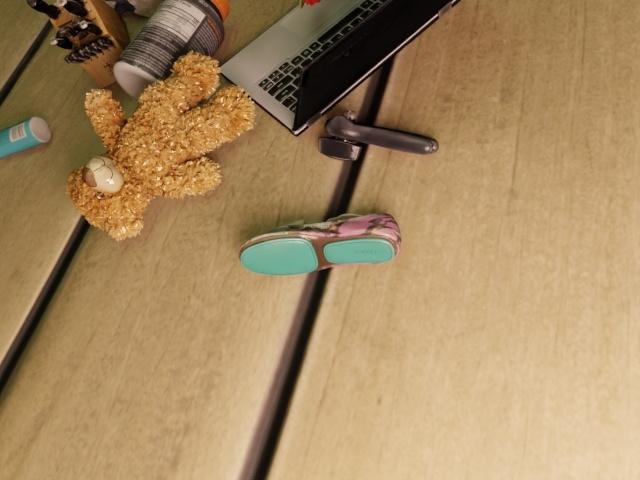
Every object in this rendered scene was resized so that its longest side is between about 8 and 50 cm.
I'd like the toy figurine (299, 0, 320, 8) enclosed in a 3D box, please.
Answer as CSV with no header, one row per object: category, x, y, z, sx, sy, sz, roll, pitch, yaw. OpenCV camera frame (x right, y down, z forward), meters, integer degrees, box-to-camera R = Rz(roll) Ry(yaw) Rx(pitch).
toy figurine,0.028,-0.595,0.988,0.191,0.217,0.362,-12,37,40

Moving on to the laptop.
laptop,0.036,-0.379,0.899,0.382,0.236,0.408,-41,55,-7

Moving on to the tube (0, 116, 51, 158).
tube,-0.643,-0.195,1.157,0.207,0.052,0.080,-13,51,19

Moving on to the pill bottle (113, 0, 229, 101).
pill bottle,-0.265,-0.369,1.070,0.130,0.130,0.245,16,67,28

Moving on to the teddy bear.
teddy bear,-0.262,-0.161,0.921,0.338,0.113,0.245,-28,92,-10

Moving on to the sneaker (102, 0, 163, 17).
sneaker,-0.394,-0.577,1.266,0.235,0.094,0.153,6,71,35

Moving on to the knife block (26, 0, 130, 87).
knife block,-0.468,-0.436,1.117,0.088,0.242,0.275,-26,54,3

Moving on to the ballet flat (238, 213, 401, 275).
ballet flat,0.000,0.000,0.788,0.222,0.076,0.079,-7,40,11

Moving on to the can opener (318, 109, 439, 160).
can opener,0.086,-0.154,0.862,0.186,0.073,0.059,11,25,22
